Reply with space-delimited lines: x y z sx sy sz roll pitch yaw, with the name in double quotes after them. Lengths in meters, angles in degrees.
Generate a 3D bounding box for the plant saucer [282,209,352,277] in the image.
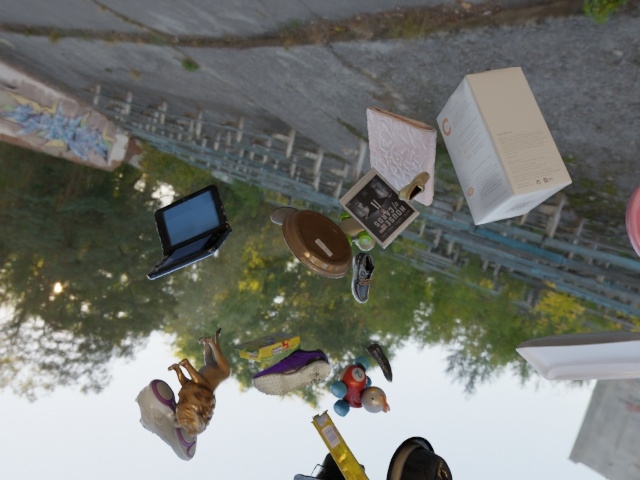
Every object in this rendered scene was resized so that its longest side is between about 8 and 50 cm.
0.000 0.000 1.571 0.278 0.041 0.278 27 -143 -23 "plant saucer"

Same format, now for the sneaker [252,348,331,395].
-0.109 0.479 1.795 0.293 0.102 0.146 -14 -152 -1 "sneaker"

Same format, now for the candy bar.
0.038 0.365 0.818 0.161 0.040 0.018 55 -179 18 "candy bar"

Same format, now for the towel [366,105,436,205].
0.310 -0.328 1.837 0.053 0.332 0.317 -35 -131 -23 "towel"

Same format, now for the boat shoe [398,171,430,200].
0.303 -0.165 1.499 0.045 0.135 0.050 31 155 41 "boat shoe"

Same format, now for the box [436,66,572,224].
0.475 -0.249 1.287 0.168 0.345 0.215 -13 165 -12 "box"

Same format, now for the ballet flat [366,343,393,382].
0.231 0.466 1.822 0.049 0.173 0.057 -22 -168 23 "ballet flat"

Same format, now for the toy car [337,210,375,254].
0.158 -0.006 1.889 0.149 0.155 0.188 -11 136 17 "toy car"

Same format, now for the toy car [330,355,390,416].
0.203 0.657 2.066 0.238 0.210 0.219 13 -146 36 "toy car"

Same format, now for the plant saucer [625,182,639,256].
1.037 -0.049 1.367 0.332 0.332 0.084 18 174 7 "plant saucer"

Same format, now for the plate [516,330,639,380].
0.636 0.268 1.118 0.277 0.045 0.278 -13 145 35 "plate"

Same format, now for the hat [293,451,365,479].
0.064 0.797 1.619 0.331 0.134 0.331 11 142 9 "hat"

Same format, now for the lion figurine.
-0.406 0.495 1.724 0.240 0.142 0.392 57 -150 -5 "lion figurine"

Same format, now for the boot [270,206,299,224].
-0.114 -0.078 2.036 0.246 0.083 0.161 11 -160 12 "boot"

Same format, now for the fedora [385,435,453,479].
0.386 0.907 1.768 0.334 0.334 0.152 14 163 -37 "fedora"

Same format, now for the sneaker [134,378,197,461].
-0.547 0.648 1.702 0.305 0.152 0.114 57 -162 9 "sneaker"

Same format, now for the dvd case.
0.206 -0.117 1.702 0.239 0.179 0.029 46 -177 12 "dvd case"

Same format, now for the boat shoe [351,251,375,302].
0.153 0.134 1.694 0.065 0.183 0.083 -5 -179 -22 "boat shoe"

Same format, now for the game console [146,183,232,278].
-0.476 -0.032 1.654 0.293 0.173 0.250 -22 -159 19 "game console"

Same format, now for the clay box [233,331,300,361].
-0.198 0.395 1.772 0.222 0.053 0.127 -10 -175 -43 "clay box"
